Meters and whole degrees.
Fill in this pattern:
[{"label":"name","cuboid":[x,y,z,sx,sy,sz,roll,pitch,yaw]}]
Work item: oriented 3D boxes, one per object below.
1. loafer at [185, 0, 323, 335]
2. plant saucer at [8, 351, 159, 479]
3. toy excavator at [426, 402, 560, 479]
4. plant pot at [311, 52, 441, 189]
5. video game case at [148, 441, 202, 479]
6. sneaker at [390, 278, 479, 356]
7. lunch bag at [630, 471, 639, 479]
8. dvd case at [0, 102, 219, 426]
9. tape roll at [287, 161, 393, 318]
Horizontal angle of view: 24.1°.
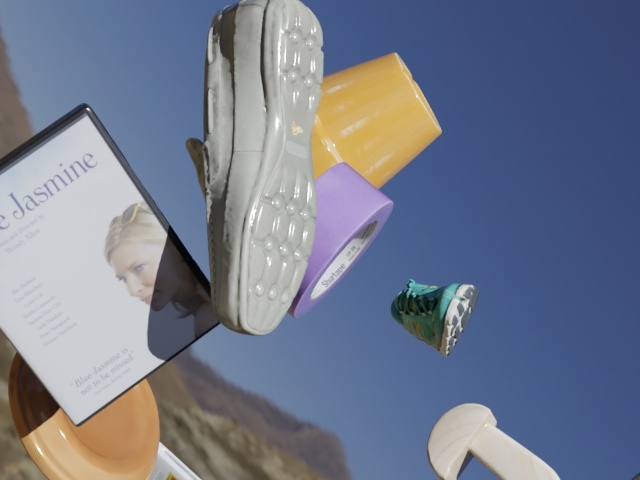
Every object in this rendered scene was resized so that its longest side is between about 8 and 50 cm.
[{"label":"loafer","cuboid":[-0.067,-0.070,1.380,0.111,0.319,0.112,-3,-16,32]},{"label":"plant saucer","cuboid":[-0.236,0.175,1.558,0.200,0.037,0.200,37,38,-35]},{"label":"toy excavator","cuboid":[0.345,0.487,2.203,0.433,0.445,0.222,7,-20,19]},{"label":"plant pot","cuboid":[0.054,-0.154,2.033,0.205,0.188,0.205,58,9,-15]},{"label":"video game case","cuboid":[-0.202,0.359,1.735,0.206,0.227,0.026,39,19,20]},{"label":"sneaker","cuboid":[0.161,0.109,2.224,0.110,0.107,0.275,27,-11,-2]},{"label":"lunch bag","cuboid":[0.477,0.368,1.716,0.212,0.305,0.256,55,-7,-22]},{"label":"dvd case","cuboid":[-0.217,0.026,1.357,0.253,0.180,0.022,58,-9,-26]},{"label":"tape roll","cuboid":[0.000,0.000,1.844,0.080,0.189,0.189,39,-13,9]}]
